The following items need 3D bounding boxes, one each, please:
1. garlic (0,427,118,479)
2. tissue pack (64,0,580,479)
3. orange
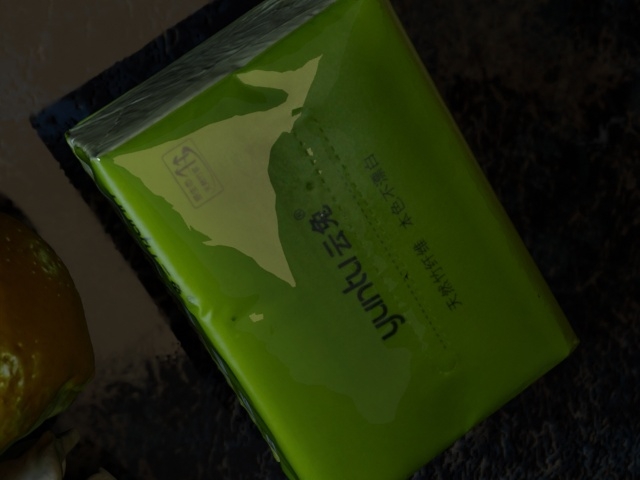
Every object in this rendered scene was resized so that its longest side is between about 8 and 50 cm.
[{"bbox_3d":[-0.210,0.288,0.838,0.279,0.132,0.325,-13,98,-8],"label":"garlic"},{"bbox_3d":[0.000,0.000,0.834,0.200,0.167,0.275,-35,107,-10],"label":"tissue pack"},{"bbox_3d":[-0.250,0.077,0.747,0.237,0.179,0.158,-38,152,-5],"label":"orange"}]
